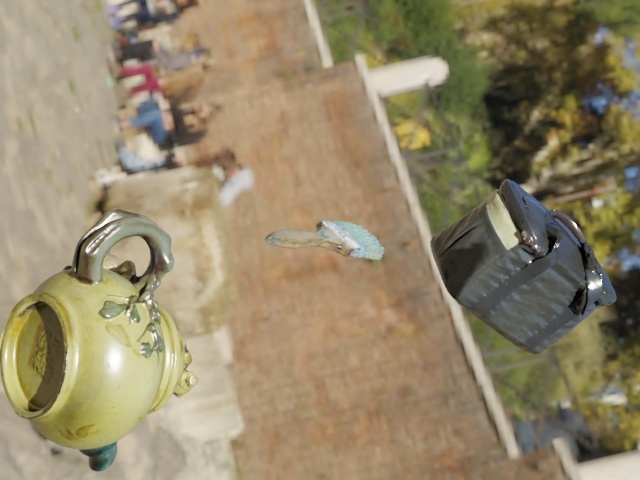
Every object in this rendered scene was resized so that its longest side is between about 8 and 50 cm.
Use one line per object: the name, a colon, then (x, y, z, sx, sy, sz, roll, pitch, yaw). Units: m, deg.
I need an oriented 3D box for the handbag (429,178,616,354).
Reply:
handbag: (0.299, 0.033, 1.930, 0.254, 0.181, 0.181, 37, 25, -35)

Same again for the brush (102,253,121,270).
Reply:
brush: (-0.314, 0.087, 1.557, 0.299, 0.042, 0.039, -37, -93, 43)

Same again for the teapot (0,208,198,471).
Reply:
teapot: (-0.198, 0.102, 1.288, 0.173, 0.182, 0.270, 28, -75, 45)

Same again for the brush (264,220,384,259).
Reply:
brush: (0.000, 0.000, 1.559, 0.070, 0.196, 0.021, 43, -64, 31)
